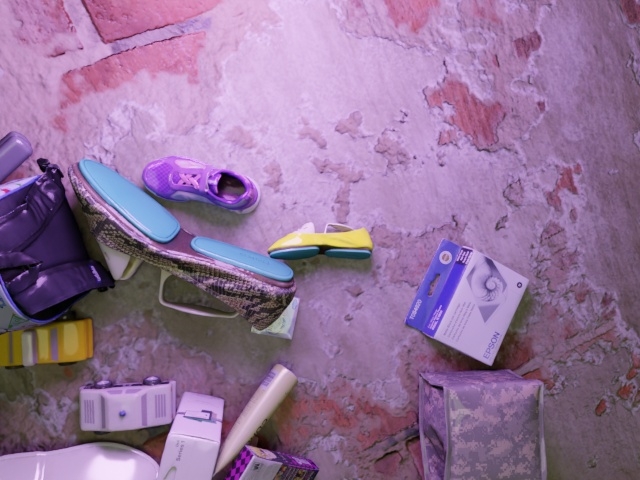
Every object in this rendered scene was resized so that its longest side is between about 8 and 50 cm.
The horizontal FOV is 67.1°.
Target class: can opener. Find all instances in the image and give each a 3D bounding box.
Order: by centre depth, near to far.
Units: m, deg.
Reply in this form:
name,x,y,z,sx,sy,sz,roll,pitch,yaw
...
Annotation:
name,x,y,z,sx,sy,sz,roll,pitch,yaw
can opener,-0.640,-0.075,0.906,0.283,0.076,0.095,-46,131,-7

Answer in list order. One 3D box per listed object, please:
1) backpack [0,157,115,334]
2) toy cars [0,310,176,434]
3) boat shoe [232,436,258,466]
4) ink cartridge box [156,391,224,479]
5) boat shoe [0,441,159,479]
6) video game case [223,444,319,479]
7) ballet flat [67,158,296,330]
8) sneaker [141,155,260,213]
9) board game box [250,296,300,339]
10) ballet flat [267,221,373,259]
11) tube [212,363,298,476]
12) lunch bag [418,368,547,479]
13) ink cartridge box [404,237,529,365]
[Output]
name,x,y,z,sx,sy,sz,roll,pitch,yaw
backpack,-0.516,0.028,0.807,0.213,0.263,0.277,-21,106,-3
toy cars,-0.459,0.262,0.926,0.393,0.087,0.176,40,84,-9
boat shoe,-0.153,0.489,1.001,0.059,0.063,0.170,1,90,-5
ink cartridge box,-0.244,0.401,0.902,0.092,0.219,0.161,14,89,-10
boat shoe,-0.478,0.471,0.939,0.319,0.116,0.099,6,133,-18
video game case,-0.132,0.535,0.965,0.210,0.041,0.232,36,84,-42
ballet flat,-0.284,0.037,0.927,0.482,0.164,0.182,29,104,-8
sneaker,-0.233,-0.115,0.954,0.236,0.104,0.095,11,90,-10
board game box,-0.096,0.158,1.027,0.089,0.020,0.090,12,88,-9
ballet flat,0.000,0.000,1.024,0.230,0.077,0.078,0,70,-14
tube,-0.138,0.362,0.968,0.240,0.062,0.070,-50,138,-25
lunch bag,0.345,0.437,1.042,0.235,0.169,0.288,0,87,-11
ink cartridge box,0.334,0.138,1.096,0.223,0.045,0.224,26,86,-10
